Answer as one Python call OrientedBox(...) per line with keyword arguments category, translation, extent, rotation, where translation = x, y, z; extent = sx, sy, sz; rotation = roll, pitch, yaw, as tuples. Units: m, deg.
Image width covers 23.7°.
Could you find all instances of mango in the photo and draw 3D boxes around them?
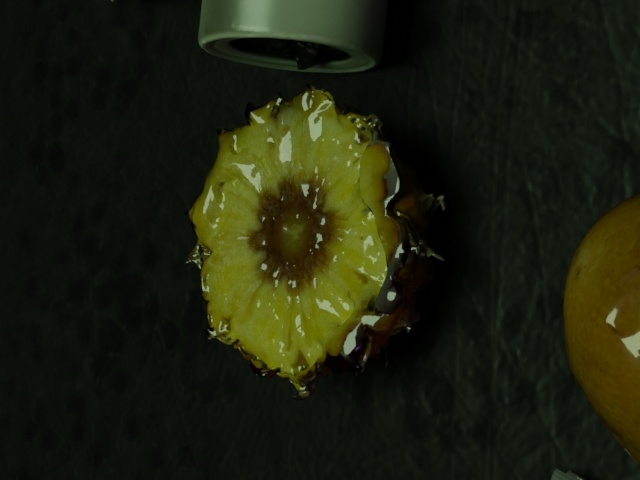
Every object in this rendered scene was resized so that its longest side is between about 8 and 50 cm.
OrientedBox(category="mango", translation=(0.222, 0.065, 0.748), extent=(0.166, 0.136, 0.236), rotation=(-47, 59, 27))

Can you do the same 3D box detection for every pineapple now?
OrientedBox(category="pineapple", translation=(0.000, 0.000, 1.028), extent=(0.225, 0.076, 0.225), rotation=(-4, 84, 44))

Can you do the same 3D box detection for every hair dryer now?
OrientedBox(category="hair dryer", translation=(-0.081, -0.221, 1.128), extent=(0.362, 0.128, 0.203), rotation=(0, 84, 54))

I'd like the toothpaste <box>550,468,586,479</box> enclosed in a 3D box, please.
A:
OrientedBox(category="toothpaste", translation=(0.198, 0.235, 0.808), extent=(0.099, 0.068, 0.282), rotation=(-48, 41, -4))
